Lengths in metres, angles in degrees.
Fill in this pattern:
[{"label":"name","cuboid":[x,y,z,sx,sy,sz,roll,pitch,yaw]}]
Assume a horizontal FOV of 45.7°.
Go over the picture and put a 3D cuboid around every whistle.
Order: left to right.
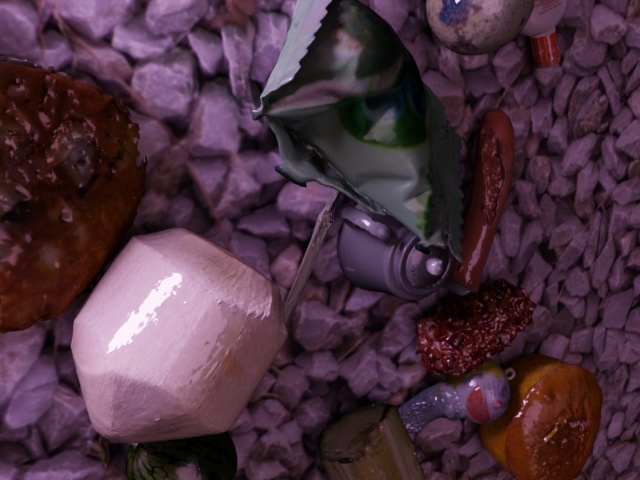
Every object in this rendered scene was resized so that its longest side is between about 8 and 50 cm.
[{"label":"whistle","cuboid":[0.234,0.271,1.290,0.223,0.123,0.123,-23,118,-7]}]

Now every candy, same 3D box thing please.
[{"label":"candy","cuboid":[0.085,-0.158,1.008,0.398,0.172,0.263,36,55,-32]}]

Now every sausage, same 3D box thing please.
[{"label":"sausage","cuboid":[0.257,-0.057,1.211,0.078,0.078,0.304,6,103,-32]}]

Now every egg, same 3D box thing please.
[{"label":"egg","cuboid":[0.226,-0.335,1.061,0.181,0.141,0.141,-35,123,-39]}]

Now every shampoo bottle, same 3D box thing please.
[{"label":"shampoo bottle","cuboid":[0.330,-0.374,1.162,0.108,0.051,0.221,-30,120,-20]}]

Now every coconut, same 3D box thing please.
[{"label":"coconut","cuboid":[-0.176,0.126,0.915,0.237,0.237,0.266,39,86,-34]}]

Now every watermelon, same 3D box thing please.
[{"label":"watermelon","cuboid":[-0.202,0.291,1.012,0.187,0.140,0.141,28,90,-29]}]

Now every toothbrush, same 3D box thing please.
[{"label":"toothbrush","cuboid":[-0.003,-0.001,1.104,0.026,0.028,0.294,20,100,-33]}]

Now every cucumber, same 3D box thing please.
[{"label":"cucumber","cuboid":[0.099,0.413,1.261,0.145,0.105,0.325,-51,129,-40]}]

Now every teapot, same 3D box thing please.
[{"label":"teapot","cuboid":[0.123,0.017,1.110,0.239,0.149,0.162,35,88,-35]}]

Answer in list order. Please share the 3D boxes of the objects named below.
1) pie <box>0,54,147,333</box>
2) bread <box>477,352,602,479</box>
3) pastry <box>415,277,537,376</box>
[{"label":"pie","cuboid":[-0.322,-0.062,0.832,0.308,0.085,0.308,-5,97,-44]},{"label":"bread","cuboid":[0.409,0.327,1.392,0.268,0.145,0.269,-13,113,-32]},{"label":"pastry","cuboid":[0.255,0.140,1.260,0.208,0.097,0.115,-31,121,-16]}]
